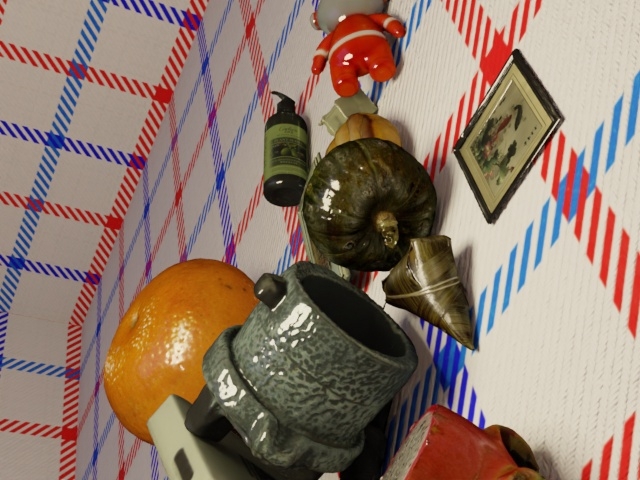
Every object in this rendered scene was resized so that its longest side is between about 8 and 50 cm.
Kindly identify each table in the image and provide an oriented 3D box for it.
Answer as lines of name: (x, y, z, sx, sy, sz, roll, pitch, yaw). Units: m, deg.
table: (0.052, -0.242, 1.824, 0.079, 0.062, 0.083, -36, -5, -36)

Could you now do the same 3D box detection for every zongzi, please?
zongzi: (0.162, 0.107, 1.413, 0.187, 0.084, 0.184, 123, 132, -61)

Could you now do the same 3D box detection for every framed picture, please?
framed picture: (0.000, 0.000, 1.777, 0.217, 0.017, 0.274, 110, 152, -56)
framed picture: (0.268, -0.153, 1.369, 0.195, 0.010, 0.199, -61, 27, 33)

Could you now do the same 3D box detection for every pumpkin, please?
pumpkin: (0.080, -0.053, 1.485, 0.157, 0.223, 0.224, 49, 122, 59)

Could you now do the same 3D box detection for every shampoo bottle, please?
shampoo bottle: (-0.078, -0.215, 2.112, 0.101, 0.101, 0.284, -49, 35, 49)

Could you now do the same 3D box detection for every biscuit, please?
biscuit: (0.082, -0.120, 1.688, 0.274, 0.091, 0.213, -111, 38, -57)

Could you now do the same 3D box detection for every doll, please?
doll: (0.065, -0.420, 1.855, 0.199, 0.105, 0.336, -23, 48, 15)

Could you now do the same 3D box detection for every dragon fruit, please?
dragon fruit: (0.159, 0.359, 1.072, 0.305, 0.225, 0.305, -61, -7, -13)

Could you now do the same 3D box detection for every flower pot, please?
flower pot: (-0.034, 0.211, 1.378, 0.283, 0.299, 0.299, -51, 29, 16)

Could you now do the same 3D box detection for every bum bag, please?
bum bag: (0.066, 0.335, 1.503, 0.123, 0.060, 0.248, 140, 141, -61)

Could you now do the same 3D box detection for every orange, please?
orange: (-0.265, 0.249, 2.000, 0.424, 0.326, 0.424, -43, 26, 27)

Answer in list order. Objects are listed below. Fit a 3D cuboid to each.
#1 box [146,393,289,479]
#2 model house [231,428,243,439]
box: (-0.088, 0.416, 1.437, 0.090, 0.373, 0.367, -50, 23, -2)
model house: (-0.166, 0.467, 1.896, 0.141, 0.164, 0.203, 44, 147, 16)
